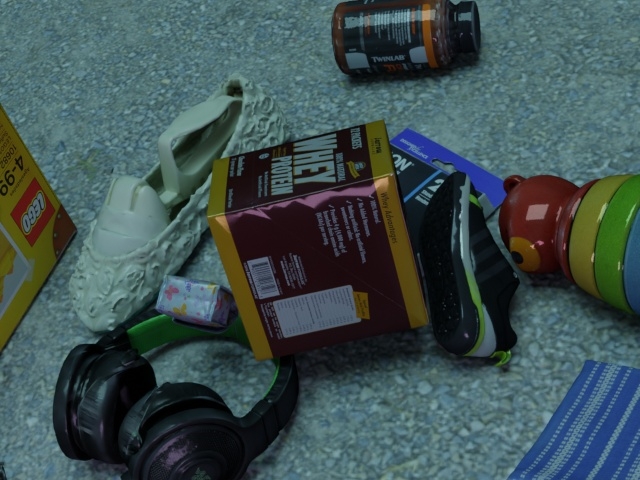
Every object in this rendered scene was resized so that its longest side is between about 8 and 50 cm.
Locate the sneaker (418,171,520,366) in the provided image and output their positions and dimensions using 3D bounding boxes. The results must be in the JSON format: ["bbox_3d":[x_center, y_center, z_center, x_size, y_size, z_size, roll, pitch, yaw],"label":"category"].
[{"bbox_3d":[0.173,0.035,1.260,0.097,0.084,0.235,13,58,-23],"label":"sneaker"}]

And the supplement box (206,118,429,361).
[{"bbox_3d":[0.000,0.000,1.202,0.194,0.191,0.129,-13,30,6],"label":"supplement box"}]

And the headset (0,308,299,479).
[{"bbox_3d":[-0.197,0.181,1.188,0.243,0.185,0.394,20,47,33],"label":"headset"}]

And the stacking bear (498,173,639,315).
[{"bbox_3d":[0.321,0.002,1.200,0.289,0.175,0.164,16,53,39],"label":"stacking bear"}]

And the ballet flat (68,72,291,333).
[{"bbox_3d":[-0.200,-0.069,1.453,0.147,0.147,0.409,21,60,33],"label":"ballet flat"}]

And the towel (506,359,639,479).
[{"bbox_3d":[0.365,0.188,1.012,0.336,0.040,0.243,5,27,32],"label":"towel"}]

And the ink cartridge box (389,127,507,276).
[{"bbox_3d":[0.104,-0.058,1.398,0.208,0.045,0.206,-40,49,-20],"label":"ink cartridge box"}]

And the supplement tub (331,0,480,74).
[{"bbox_3d":[0.121,-0.290,1.559,0.198,0.106,0.106,-2,49,18],"label":"supplement tub"}]

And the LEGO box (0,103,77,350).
[{"bbox_3d":[-0.546,0.044,1.302,0.193,0.372,0.500,7,53,24],"label":"LEGO box"}]

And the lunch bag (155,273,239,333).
[{"bbox_3d":[-0.134,0.073,1.245,0.071,0.083,0.053,11,81,15],"label":"lunch bag"}]
